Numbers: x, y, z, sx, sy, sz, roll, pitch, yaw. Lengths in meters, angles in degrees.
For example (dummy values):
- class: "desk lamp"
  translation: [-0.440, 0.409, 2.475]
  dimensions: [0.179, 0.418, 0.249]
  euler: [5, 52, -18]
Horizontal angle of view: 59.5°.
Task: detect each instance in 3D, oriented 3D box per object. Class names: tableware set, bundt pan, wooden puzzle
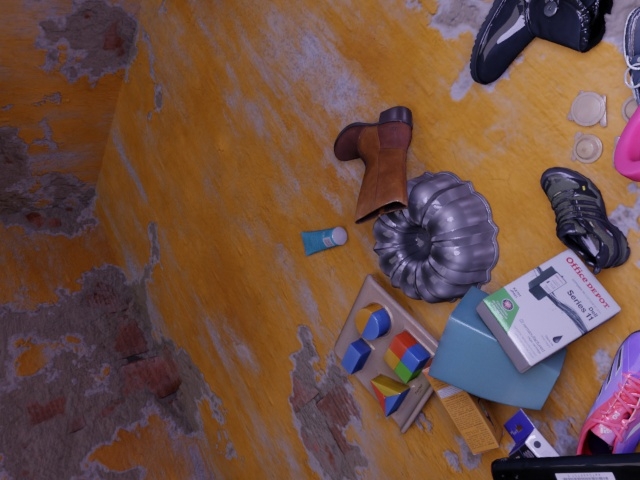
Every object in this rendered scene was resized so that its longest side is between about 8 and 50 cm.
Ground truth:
- class: "tableware set"
  translation: [0.533, -0.201, 1.028]
  dimensions: [0.169, 0.020, 0.140]
  euler: [20, 117, 44]
- class: "bundt pan"
  translation: [0.250, 0.000, 1.337]
  dimensions: [0.331, 0.124, 0.330]
  euler: [15, 110, 47]
- class: "wooden puzzle"
  translation: [0.166, 0.315, 1.538]
  dimensions: [0.348, 0.081, 0.322]
  euler: [49, 135, 33]

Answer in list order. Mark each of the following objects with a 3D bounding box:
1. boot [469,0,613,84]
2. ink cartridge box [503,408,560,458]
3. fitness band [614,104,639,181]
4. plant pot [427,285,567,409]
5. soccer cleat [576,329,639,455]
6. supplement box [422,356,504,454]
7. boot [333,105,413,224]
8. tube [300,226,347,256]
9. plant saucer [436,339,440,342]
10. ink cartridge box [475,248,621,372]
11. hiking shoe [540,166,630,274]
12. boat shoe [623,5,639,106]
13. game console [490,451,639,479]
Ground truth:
- class: "boot"
  translation: [0.413, -0.389, 1.060]
  dimensions: [0.207, 0.094, 0.246]
  euler: [42, 123, 40]
- class: "ink cartridge box"
  translation: [0.463, 0.474, 1.192]
  dimensions: [0.208, 0.045, 0.206]
  euler: [53, 169, 27]
- class: "fitness band"
  translation: [0.521, -0.189, 0.763]
  dimensions: [0.054, 0.208, 0.291]
  euler: [27, 152, -4]
- class: "plant pot"
  translation: [0.384, 0.242, 1.196]
  dimensions: [0.235, 0.166, 0.165]
  euler: [25, 121, 23]
- class: "soccer cleat"
  translation: [0.564, 0.317, 1.050]
  dimensions: [0.109, 0.117, 0.317]
  euler: [32, 123, 40]
- class: "supplement box"
  translation: [0.338, 0.380, 1.320]
  dimensions: [0.080, 0.078, 0.233]
  euler: [-34, 86, 29]
- class: "boot"
  translation: [0.120, -0.163, 1.389]
  dimensions: [0.264, 0.096, 0.280]
  euler: [-14, 59, 40]
- class: "tube"
  translation: [0.000, 0.000, 1.696]
  dimensions: [0.207, 0.052, 0.080]
  euler: [-12, 85, 56]
- class: "plant saucer"
  translation: [0.357, 0.286, 1.368]
  dimensions: [0.192, 0.018, 0.067]
  euler: [-4, 97, 49]
- class: "ink cartridge box"
  translation: [0.434, 0.133, 1.078]
  dimensions: [0.153, 0.209, 0.087]
  euler: [57, 173, 22]
- class: "hiking shoe"
  translation: [0.483, -0.045, 1.052]
  dimensions: [0.226, 0.114, 0.086]
  euler: [60, 137, 20]
- class: "boat shoe"
  translation: [0.555, -0.266, 0.921]
  dimensions: [0.095, 0.079, 0.254]
  euler: [-7, 95, 33]
- class: "game console"
  translation: [0.538, 0.539, 1.007]
  dimensions: [0.387, 0.060, 0.341]
  euler: [-25, 88, 42]
